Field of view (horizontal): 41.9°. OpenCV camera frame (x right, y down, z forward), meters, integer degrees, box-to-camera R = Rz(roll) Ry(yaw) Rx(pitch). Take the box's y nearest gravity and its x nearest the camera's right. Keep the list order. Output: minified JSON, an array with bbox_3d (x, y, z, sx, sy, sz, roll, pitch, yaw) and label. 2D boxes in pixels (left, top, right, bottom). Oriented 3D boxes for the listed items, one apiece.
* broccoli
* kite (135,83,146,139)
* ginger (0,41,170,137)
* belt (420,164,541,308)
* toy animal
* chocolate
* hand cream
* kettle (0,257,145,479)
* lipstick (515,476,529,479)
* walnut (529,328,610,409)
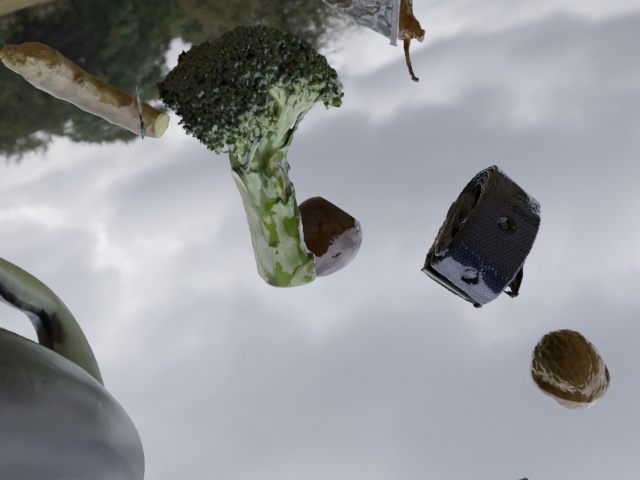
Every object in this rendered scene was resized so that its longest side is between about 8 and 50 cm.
[{"bbox_3d":[-0.076,-0.099,1.113,0.221,0.361,0.252,-24,-171,-23],"label":"broccoli"},{"bbox_3d":[-0.285,-0.196,1.332,0.004,0.122,0.090,-5,-124,-7],"label":"kite"},{"bbox_3d":[-0.376,-0.241,1.374,0.118,0.299,0.065,25,-91,49],"label":"ginger"},{"bbox_3d":[0.247,-0.004,1.208,0.139,0.126,0.230,-50,-174,39],"label":"belt"},{"bbox_3d":[0.135,-0.374,1.402,0.114,0.255,0.116,-9,165,25],"label":"toy animal"},{"bbox_3d":[0.000,0.000,1.775,0.177,0.176,0.176,-17,-160,6],"label":"chocolate"},{"bbox_3d":[0.027,-0.367,1.188,0.050,0.084,0.257,-26,-126,-21],"label":"hand cream"},{"bbox_3d":[-0.295,0.147,0.720,0.228,0.324,0.320,-26,-121,19],"label":"kettle"},{"bbox_3d":[0.299,0.540,1.633,0.255,0.070,0.070,-19,-161,-8],"label":"lipstick"},{"bbox_3d":[0.347,0.181,1.164,0.105,0.105,0.124,-19,-147,1],"label":"walnut"}]
